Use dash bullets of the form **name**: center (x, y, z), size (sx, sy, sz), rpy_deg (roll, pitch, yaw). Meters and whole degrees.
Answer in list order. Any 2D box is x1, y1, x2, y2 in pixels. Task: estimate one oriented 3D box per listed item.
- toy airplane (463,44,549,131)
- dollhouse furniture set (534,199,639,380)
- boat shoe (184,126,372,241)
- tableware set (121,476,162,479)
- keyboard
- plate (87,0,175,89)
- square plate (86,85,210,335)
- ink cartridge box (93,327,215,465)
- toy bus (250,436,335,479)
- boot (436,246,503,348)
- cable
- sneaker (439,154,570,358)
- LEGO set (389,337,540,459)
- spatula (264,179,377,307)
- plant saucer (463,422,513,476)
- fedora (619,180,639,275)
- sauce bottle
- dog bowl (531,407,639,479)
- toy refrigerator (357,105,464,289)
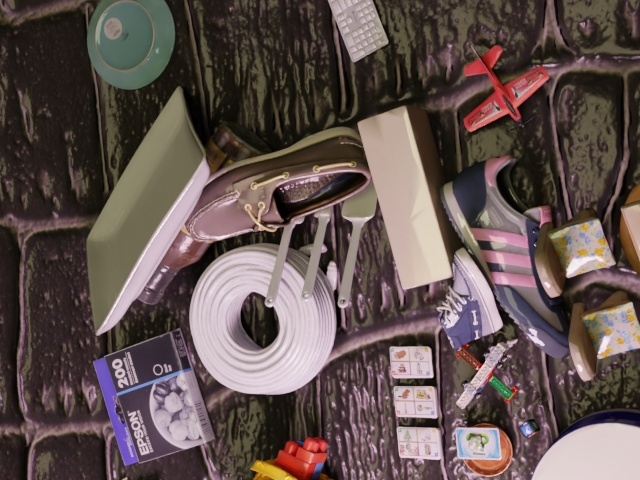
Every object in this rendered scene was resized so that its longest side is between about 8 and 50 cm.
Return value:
- **toy airplane**: center (0.272, -0.235, 1.665), size (0.151, 0.028, 0.151), rpy_deg (1, 91, 23)
- **dollhouse furniture set**: center (0.507, 0.127, 1.384), size (0.362, 0.256, 0.394), rpy_deg (-19, 104, 22)
- **boat shoe**: center (-0.072, -0.073, 1.733), size (0.324, 0.117, 0.097), rpy_deg (-23, 45, 4)
- **tableware set**: center (-0.319, 0.508, 1.964), size (0.141, 0.020, 0.169), rpy_deg (-18, 85, 24)
- **keyboard**: center (0.037, -0.422, 1.771), size (0.072, 0.014, 0.256), rpy_deg (-24, 82, 23)
- **plate**: center (-0.345, -0.365, 1.939), size (0.188, 0.024, 0.188), rpy_deg (2, 94, 24)
- **square plate**: center (-0.287, -0.055, 1.812), size (0.049, 0.344, 0.347), rpy_deg (27, 107, -25)
- **ink cartridge box**: center (-0.310, 0.286, 1.939), size (0.208, 0.045, 0.206), rpy_deg (-22, 84, 25)
- **toy bus**: center (-0.064, 0.414, 1.745), size (0.149, 0.220, 0.212), rpy_deg (22, 95, 27)
- **boot**: center (0.210, 0.093, 1.615), size (0.086, 0.190, 0.069), rpy_deg (-30, 44, 0)
- **cable**: center (-0.096, 0.133, 1.811), size (0.257, 0.089, 0.257), rpy_deg (-2, 91, 24)
- **sneaker**: center (0.307, 0.018, 1.615), size (0.131, 0.112, 0.319), rpy_deg (-36, 79, 24)
- **LEGO set**: center (0.230, 0.251, 1.703), size (0.244, 0.060, 0.183), rpy_deg (-6, 89, 36)
- **spatula**: center (0.000, 0.000, 1.731), size (0.168, 0.019, 0.242), rpy_deg (1, 57, 17)
- **plant saucer**: center (0.261, 0.328, 1.701), size (0.083, 0.013, 0.084), rpy_deg (1, 92, 23)
- **fedora**: center (0.523, -0.021, 1.534), size (0.194, 0.079, 0.194), rpy_deg (0, 90, 21)
- **sauce bottle**: center (-0.216, -0.042, 1.847), size (0.111, 0.111, 0.344), rpy_deg (44, 108, 16)
- **dog bowl**: center (0.440, 0.383, 1.574), size (0.264, 0.104, 0.265), rpy_deg (1, 93, 24)
- **toy refrigerator**: center (0.143, -0.065, 1.690), size (0.094, 0.102, 0.270), rpy_deg (-18, 86, 24)
